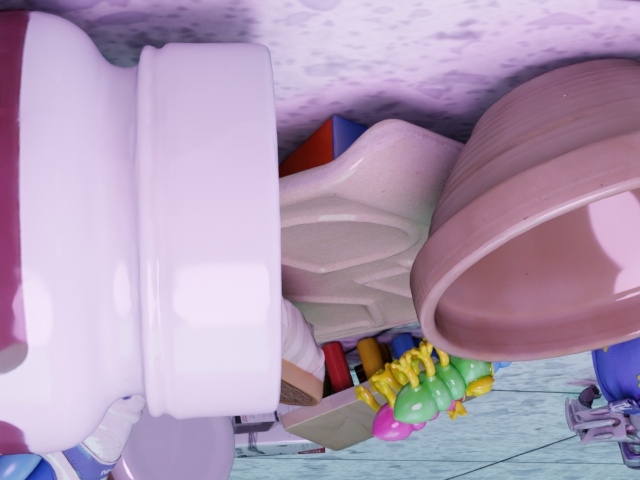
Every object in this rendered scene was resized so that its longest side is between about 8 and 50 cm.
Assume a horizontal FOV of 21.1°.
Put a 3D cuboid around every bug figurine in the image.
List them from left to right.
[{"bbox_3d":[0.136,0.093,1.415,0.216,0.072,0.279,-30,174,-14],"label":"bug figurine"}]

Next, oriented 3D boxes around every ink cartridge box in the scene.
[{"bbox_3d":[-0.064,0.211,1.938,0.135,0.056,0.099,-4,165,2],"label":"ink cartridge box"}]

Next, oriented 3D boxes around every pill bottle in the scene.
[{"bbox_3d":[-0.218,-0.003,0.857,0.392,0.224,0.224,-1,164,-4],"label":"pill bottle"},{"bbox_3d":[-0.222,0.226,1.790,0.153,0.153,0.265,10,159,-38],"label":"pill bottle"}]

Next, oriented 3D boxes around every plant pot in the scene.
[{"bbox_3d":[0.158,-0.027,0.986,0.237,0.109,0.237,-12,154,-6],"label":"plant pot"}]

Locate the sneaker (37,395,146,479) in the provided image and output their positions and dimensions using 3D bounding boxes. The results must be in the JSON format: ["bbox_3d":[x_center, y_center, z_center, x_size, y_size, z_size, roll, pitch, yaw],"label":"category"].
[{"bbox_3d":[-0.278,0.100,1.249,0.296,0.131,0.112,21,-175,-1],"label":"sneaker"}]

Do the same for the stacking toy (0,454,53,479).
[{"bbox_3d":[-0.245,0.254,1.624,0.330,0.141,0.141,46,143,-18],"label":"stacking toy"}]

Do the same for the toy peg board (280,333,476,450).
[{"bbox_3d":[0.051,0.133,1.685,0.161,0.079,0.161,-23,160,13],"label":"toy peg board"}]

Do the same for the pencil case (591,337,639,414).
[{"bbox_3d":[0.376,0.086,1.444,0.306,0.119,0.133,2,-174,-19],"label":"pencil case"}]

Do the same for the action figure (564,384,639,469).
[{"bbox_3d":[0.368,0.201,1.914,0.185,0.099,0.285,1,162,14],"label":"action figure"}]

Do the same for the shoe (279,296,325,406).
[{"bbox_3d":[-0.055,0.055,1.130,0.076,0.058,0.219,8,164,25],"label":"shoe"}]

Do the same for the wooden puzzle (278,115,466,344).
[{"bbox_3d":[0.000,0.000,1.183,0.348,0.080,0.322,-20,157,36],"label":"wooden puzzle"}]
